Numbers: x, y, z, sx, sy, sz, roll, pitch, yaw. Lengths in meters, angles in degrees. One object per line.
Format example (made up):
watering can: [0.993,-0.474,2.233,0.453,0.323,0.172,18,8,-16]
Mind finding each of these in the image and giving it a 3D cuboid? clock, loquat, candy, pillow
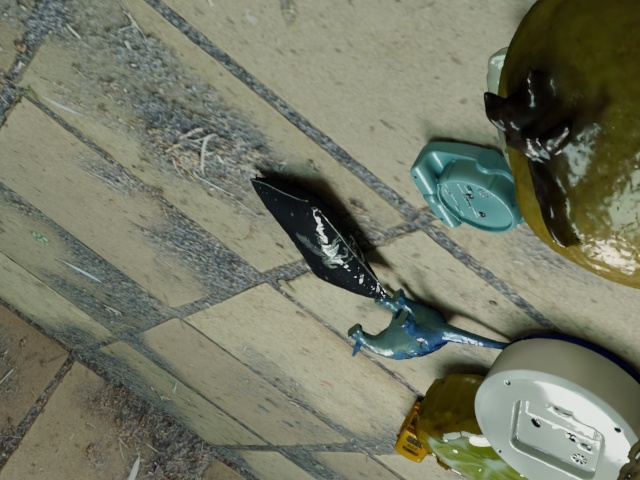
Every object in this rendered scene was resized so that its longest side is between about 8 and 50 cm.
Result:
clock: [0.312,0.227,1.328,0.230,0.083,0.230,22,136,23]
loquat: [0.222,-0.079,0.695,0.243,0.244,0.244,27,157,12]
candy: [0.266,0.299,1.569,0.259,0.118,0.260,25,157,11]
pillow: [0.000,0.000,1.375,0.141,0.055,0.208,19,155,43]
clock: [0.170,-0.049,1.067,0.147,0.045,0.108,11,151,41]

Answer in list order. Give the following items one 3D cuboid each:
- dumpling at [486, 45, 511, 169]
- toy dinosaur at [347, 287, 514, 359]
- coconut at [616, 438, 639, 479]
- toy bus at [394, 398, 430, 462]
dumpling: [0.225,-0.089,0.853,0.155,0.111,0.181,-24,135,27]
toy dinosaur: [0.120,0.121,1.449,0.329,0.076,0.144,-10,141,44]
coconut: [0.473,0.318,1.044,0.360,0.346,0.346,47,155,-14]
toy bus: [0.171,0.335,1.818,0.069,0.074,0.162,27,156,8]
